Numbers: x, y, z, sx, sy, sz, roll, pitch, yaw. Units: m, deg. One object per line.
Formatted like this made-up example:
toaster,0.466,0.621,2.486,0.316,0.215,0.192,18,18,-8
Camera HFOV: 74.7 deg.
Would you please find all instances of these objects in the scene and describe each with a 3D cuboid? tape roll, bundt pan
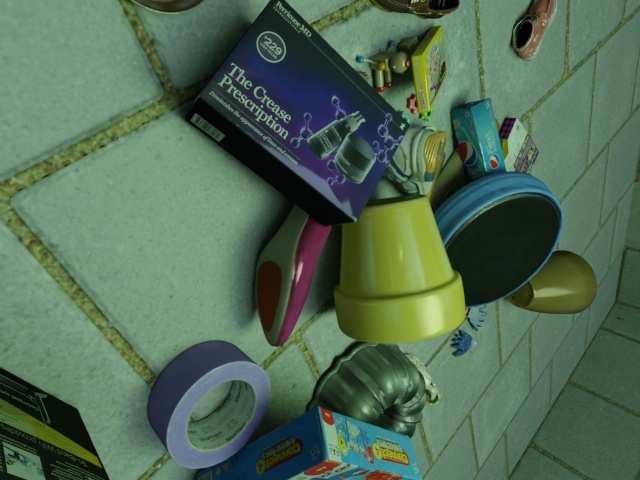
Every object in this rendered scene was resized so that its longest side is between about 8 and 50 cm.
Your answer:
tape roll,-0.182,0.272,0.705,0.188,0.080,0.189,-17,116,-37
bundt pan,0.130,0.412,1.001,0.330,0.124,0.332,-16,119,-32

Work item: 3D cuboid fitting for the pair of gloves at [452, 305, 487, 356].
pair of gloves,0.496,0.297,1.395,0.159,0.023,0.199,27,85,-44

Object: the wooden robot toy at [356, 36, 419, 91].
wooden robot toy,0.141,-0.323,0.780,0.173,0.079,0.076,-37,128,-27

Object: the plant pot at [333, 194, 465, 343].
plant pot,0.142,0.040,0.820,0.253,0.253,0.239,-15,100,-39

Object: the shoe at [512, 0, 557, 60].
shoe,0.554,-0.567,1.085,0.081,0.063,0.178,2,109,-49

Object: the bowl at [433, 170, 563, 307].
bowl,0.431,0.016,1.066,0.390,0.077,0.392,-10,128,-13

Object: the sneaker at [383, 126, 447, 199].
sneaker,0.176,-0.156,0.847,0.296,0.130,0.112,46,63,-72

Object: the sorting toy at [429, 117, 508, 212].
sorting toy,0.407,-0.153,1.108,0.229,0.041,0.307,42,75,-30

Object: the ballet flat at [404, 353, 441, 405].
ballet flat,0.291,0.402,1.202,0.091,0.077,0.241,-51,132,-15

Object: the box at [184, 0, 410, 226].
box,-0.024,-0.170,0.597,0.261,0.103,0.185,36,71,-22

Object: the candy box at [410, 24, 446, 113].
candy box,0.217,-0.342,0.826,0.206,0.027,0.105,-59,139,-44

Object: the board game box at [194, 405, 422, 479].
board game box,-0.018,0.445,0.787,0.308,0.086,0.301,-37,132,21

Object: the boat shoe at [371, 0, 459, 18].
boat shoe,0.176,-0.455,0.768,0.206,0.073,0.073,-15,116,-38

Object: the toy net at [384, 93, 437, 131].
toy net,0.171,-0.249,0.861,0.232,0.045,0.122,6,102,-44

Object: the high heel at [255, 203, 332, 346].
high heel,0.000,0.000,0.733,0.181,0.127,0.378,6,100,-37

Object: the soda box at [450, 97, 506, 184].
soda box,0.387,-0.227,1.018,0.071,0.067,0.210,-29,109,-23

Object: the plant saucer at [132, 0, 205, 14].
plant saucer,-0.194,-0.356,0.487,0.168,0.029,0.169,-17,116,-38

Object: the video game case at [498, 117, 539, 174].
video game case,0.554,-0.207,1.238,0.210,0.041,0.232,24,89,-43

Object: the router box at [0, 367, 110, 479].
router box,-0.349,0.195,0.402,0.081,0.242,0.309,-48,131,-19

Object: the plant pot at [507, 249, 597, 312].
plant pot,0.799,0.165,1.512,0.254,0.237,0.238,-5,110,-25
